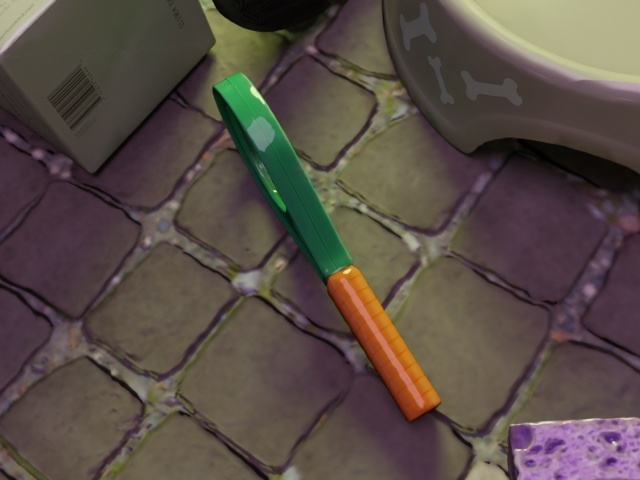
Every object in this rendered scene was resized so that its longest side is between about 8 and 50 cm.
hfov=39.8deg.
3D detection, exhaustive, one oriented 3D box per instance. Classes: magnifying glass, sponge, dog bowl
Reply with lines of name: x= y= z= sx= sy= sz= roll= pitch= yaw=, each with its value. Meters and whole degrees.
magnifying glass: x=0.000 y=0.000 z=0.515 sx=0.026 sy=0.092 sz=0.231 roll=-28 pitch=75 yaw=-7
sponge: x=0.193 y=0.104 z=0.409 sx=0.210 sy=0.117 sz=0.031 roll=-4 pitch=68 yaw=8
dog bowl: x=0.208 y=-0.190 z=0.548 sx=0.349 sy=0.102 sz=0.348 roll=-4 pitch=66 yaw=8

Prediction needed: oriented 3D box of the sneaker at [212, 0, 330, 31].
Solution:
sneaker: x=-0.025 y=-0.272 z=0.638 sx=0.163 sy=0.106 sz=0.281 roll=25 pitch=68 yaw=31

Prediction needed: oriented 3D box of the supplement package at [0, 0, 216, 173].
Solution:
supplement package: x=-0.216 y=-0.182 z=0.596 sx=0.244 sy=0.139 sz=0.134 roll=34 pitch=75 yaw=23
